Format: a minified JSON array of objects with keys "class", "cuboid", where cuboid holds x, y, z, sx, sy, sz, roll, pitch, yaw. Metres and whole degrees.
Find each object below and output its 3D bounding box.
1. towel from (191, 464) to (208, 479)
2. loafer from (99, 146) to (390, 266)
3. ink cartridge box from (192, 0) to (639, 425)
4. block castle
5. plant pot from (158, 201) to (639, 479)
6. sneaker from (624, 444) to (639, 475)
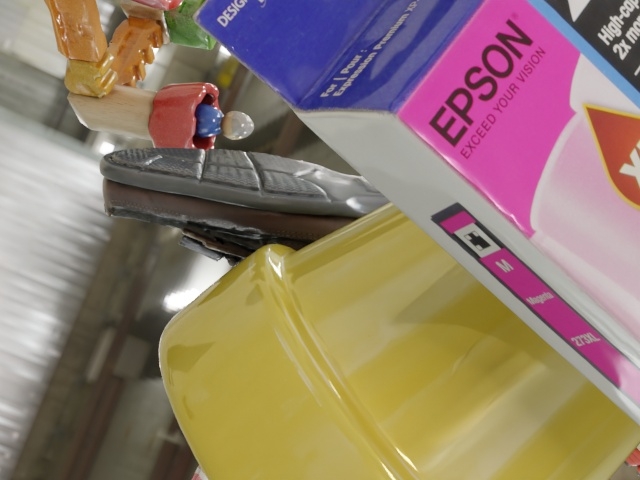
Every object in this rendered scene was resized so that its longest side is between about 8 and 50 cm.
[{"class":"towel","cuboid":[-0.045,0.235,1.453,0.197,0.144,0.029,-60,-177,19]},{"class":"loafer","cuboid":[0.000,0.000,0.913,0.109,0.302,0.095,-105,-158,-73]},{"class":"ink cartridge box","cuboid":[0.138,-0.040,0.613,0.176,0.371,0.069,-53,-172,-24]},{"class":"block castle","cuboid":[-0.116,-0.339,1.457,0.303,0.213,0.453,83,23,-50]},{"class":"plant pot","cuboid":[0.078,0.074,0.773,0.239,0.254,0.254,-39,-158,8]},{"class":"sneaker","cuboid":[0.314,0.102,0.944,0.088,0.225,0.092,59,-28,32]}]
